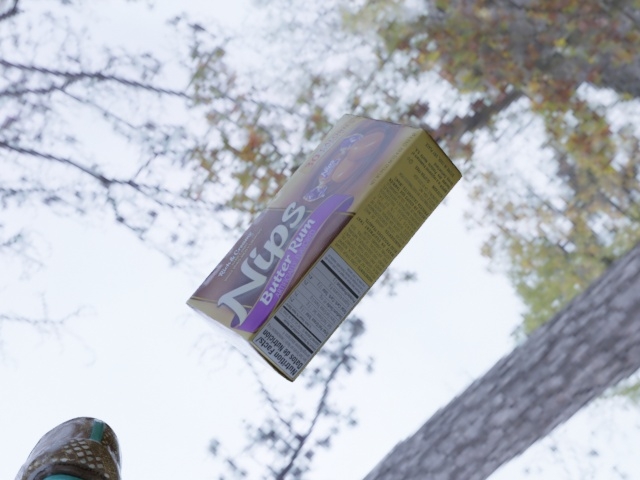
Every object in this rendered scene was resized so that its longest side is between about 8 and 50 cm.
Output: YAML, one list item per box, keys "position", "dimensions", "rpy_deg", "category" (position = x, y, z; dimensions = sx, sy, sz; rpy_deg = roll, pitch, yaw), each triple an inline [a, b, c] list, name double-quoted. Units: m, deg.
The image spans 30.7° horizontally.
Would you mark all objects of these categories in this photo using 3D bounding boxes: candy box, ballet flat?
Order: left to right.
- position: [-0.163, 0.179, 0.673]
  dimensions: [0.073, 0.206, 0.067]
  rpy_deg: [29, -151, -13]
  category: "ballet flat"
- position: [0.000, 0.000, 0.812]
  dimensions: [0.053, 0.186, 0.109]
  rpy_deg: [47, 168, -29]
  category: "candy box"
